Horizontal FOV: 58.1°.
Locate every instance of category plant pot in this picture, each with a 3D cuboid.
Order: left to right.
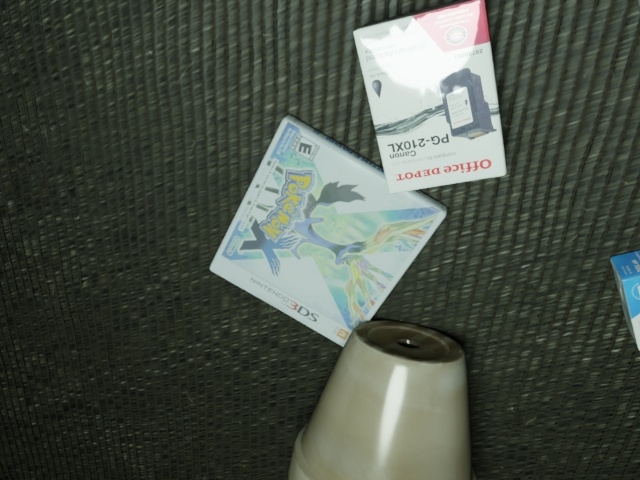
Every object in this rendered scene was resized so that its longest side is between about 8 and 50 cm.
[{"bbox_3d":[0.121,0.298,0.977,0.323,0.323,0.281,10,102,9],"label":"plant pot"}]

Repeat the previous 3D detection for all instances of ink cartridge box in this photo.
[{"bbox_3d":[0.160,-0.200,0.813,0.171,0.100,0.237,-8,113,18],"label":"ink cartridge box"},{"bbox_3d":[0.574,0.068,0.856,0.231,0.078,0.134,-17,111,20],"label":"ink cartridge box"}]

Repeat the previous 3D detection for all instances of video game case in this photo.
[{"bbox_3d":[0.000,0.000,0.988,0.299,0.036,0.329,30,118,-2],"label":"video game case"}]

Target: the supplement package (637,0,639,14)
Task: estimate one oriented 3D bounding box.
[{"bbox_3d":[0.454,-0.335,0.609,0.203,0.194,0.149,-12,110,25],"label":"supplement package"}]
